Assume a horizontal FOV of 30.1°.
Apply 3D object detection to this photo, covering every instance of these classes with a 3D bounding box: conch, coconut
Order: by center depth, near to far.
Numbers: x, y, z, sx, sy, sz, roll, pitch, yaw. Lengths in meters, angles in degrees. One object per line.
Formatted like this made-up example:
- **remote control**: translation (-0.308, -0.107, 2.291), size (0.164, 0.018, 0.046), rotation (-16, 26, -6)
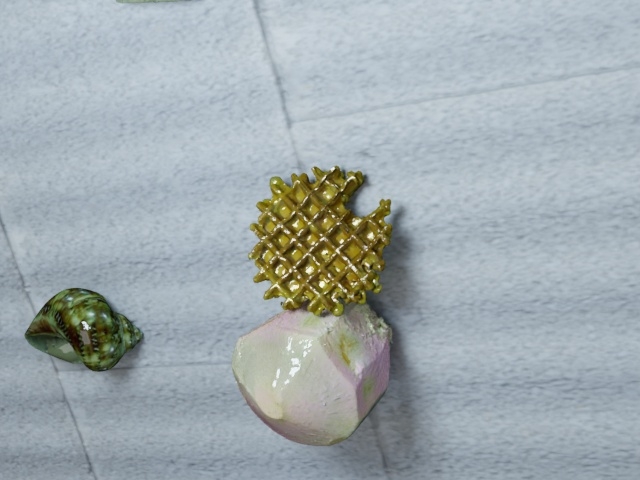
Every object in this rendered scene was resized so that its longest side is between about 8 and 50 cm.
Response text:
- **coconut**: translation (-0.013, 0.198, 1.848), size (0.233, 0.245, 0.233), rotation (11, 115, 24)
- **conch**: translation (-0.424, 0.165, 2.144), size (0.181, 0.124, 0.187), rotation (34, 150, 0)

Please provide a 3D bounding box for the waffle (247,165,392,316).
- **waffle**: translation (0.000, 0.000, 1.801), size (0.229, 0.051, 0.231), rotation (1, 76, 19)

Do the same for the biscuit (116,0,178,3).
- **biscuit**: translation (-0.265, -0.484, 1.789), size (0.150, 0.052, 0.252), rotation (6, 115, 27)
